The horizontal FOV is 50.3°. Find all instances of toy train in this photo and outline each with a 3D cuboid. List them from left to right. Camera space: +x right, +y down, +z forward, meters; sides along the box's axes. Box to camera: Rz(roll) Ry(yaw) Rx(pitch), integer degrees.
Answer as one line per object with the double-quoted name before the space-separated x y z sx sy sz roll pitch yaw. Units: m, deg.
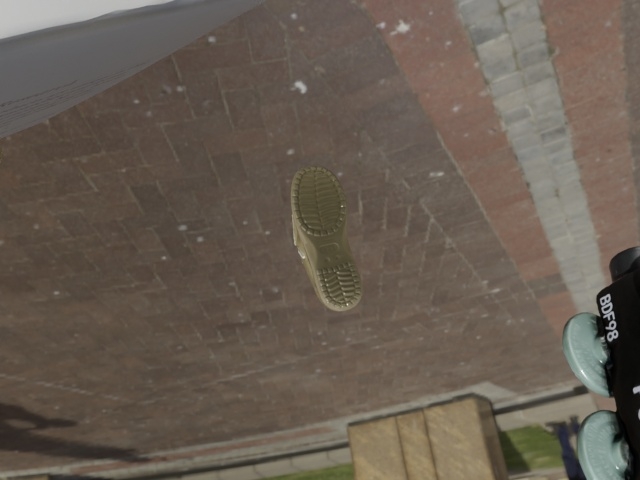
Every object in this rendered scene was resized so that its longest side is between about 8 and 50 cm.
"toy train" 0.303 0.163 0.510 0.190 0.334 0.142 17 144 -20

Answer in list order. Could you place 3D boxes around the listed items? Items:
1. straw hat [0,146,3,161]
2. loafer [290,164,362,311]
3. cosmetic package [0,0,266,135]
"straw hat" -0.465 -0.119 0.916 0.144 0.144 0.061 -18 166 17
"loafer" 0.000 0.000 0.646 0.056 0.148 0.050 -4 160 -15
"cosmetic package" -0.293 -0.232 0.452 0.394 0.329 0.327 -15 -164 36
